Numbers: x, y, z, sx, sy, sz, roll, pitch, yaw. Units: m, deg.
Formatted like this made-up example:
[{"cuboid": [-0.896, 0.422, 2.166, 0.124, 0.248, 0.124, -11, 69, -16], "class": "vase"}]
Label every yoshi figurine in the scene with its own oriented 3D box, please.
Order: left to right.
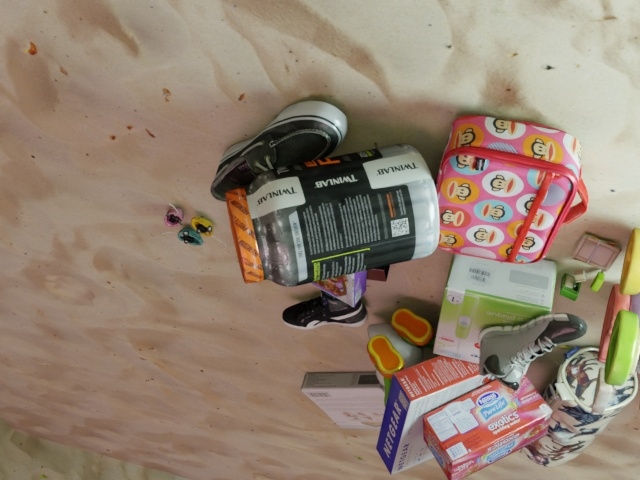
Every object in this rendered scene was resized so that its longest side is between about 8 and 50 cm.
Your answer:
[{"cuboid": [0.216, 0.316, 1.924, 0.204, 0.203, 0.362, -1, 154, 7], "class": "yoshi figurine"}]

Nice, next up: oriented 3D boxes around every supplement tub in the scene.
[{"cuboid": [0.018, -0.039, 1.387, 0.338, 0.207, 0.207, -12, 146, -9], "class": "supplement tub"}]

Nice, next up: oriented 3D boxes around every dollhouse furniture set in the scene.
[{"cuboid": [0.510, 0.043, 1.532, 0.076, 0.058, 0.151, 23, 128, 8], "class": "dollhouse furniture set"}]

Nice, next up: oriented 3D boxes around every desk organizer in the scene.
[{"cuboid": [0.113, 0.032, 1.702, 0.050, 0.047, 0.130, 6, 145, 16], "class": "desk organizer"}]

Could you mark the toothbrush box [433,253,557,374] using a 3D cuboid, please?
[{"cuboid": [0.356, 0.146, 1.671, 0.206, 0.122, 0.283, 13, 148, 10], "class": "toothbrush box"}]

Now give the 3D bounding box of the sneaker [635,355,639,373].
[{"cuboid": [0.706, 0.201, 1.599, 0.252, 0.103, 0.111, -19, 102, 58], "class": "sneaker"}]

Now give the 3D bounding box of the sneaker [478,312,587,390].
[{"cuboid": [0.400, 0.222, 1.531, 0.229, 0.132, 0.086, -21, 132, 42], "class": "sneaker"}]

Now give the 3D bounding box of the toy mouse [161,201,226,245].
[{"cuboid": [-0.310, -0.034, 1.838, 0.143, 0.031, 0.161, -13, 135, 39], "class": "toy mouse"}]

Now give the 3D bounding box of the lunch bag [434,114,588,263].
[{"cuboid": [0.324, -0.077, 1.380, 0.258, 0.120, 0.293, 11, 147, 6], "class": "lunch bag"}]

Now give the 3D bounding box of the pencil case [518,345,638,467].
[{"cuboid": [0.576, 0.397, 1.877, 0.184, 0.159, 0.410, -2, 147, -6], "class": "pencil case"}]

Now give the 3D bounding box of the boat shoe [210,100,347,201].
[{"cuboid": [-0.080, -0.144, 1.481, 0.121, 0.119, 0.335, 37, 143, -25], "class": "boat shoe"}]

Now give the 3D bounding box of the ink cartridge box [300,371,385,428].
[{"cuboid": [0.119, 0.462, 2.305, 0.275, 0.060, 0.239, -8, 139, 34], "class": "ink cartridge box"}]

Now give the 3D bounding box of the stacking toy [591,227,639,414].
[{"cuboid": [0.587, 0.163, 1.439, 0.131, 0.279, 0.309, 11, 150, 15], "class": "stacking toy"}]

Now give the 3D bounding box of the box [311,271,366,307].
[{"cuboid": [0.000, 0.000, 1.657, 0.201, 0.057, 0.293, 28, 150, 19], "class": "box"}]

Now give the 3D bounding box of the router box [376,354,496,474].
[{"cuboid": [0.296, 0.385, 1.879, 0.301, 0.082, 0.335, -17, 141, -19], "class": "router box"}]

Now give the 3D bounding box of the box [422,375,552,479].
[{"cuboid": [0.367, 0.410, 1.780, 0.257, 0.128, 0.122, -24, 142, -12], "class": "box"}]

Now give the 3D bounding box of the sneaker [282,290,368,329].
[{"cuboid": [-0.002, 0.146, 1.907, 0.217, 0.079, 0.121, -4, 137, 19], "class": "sneaker"}]
